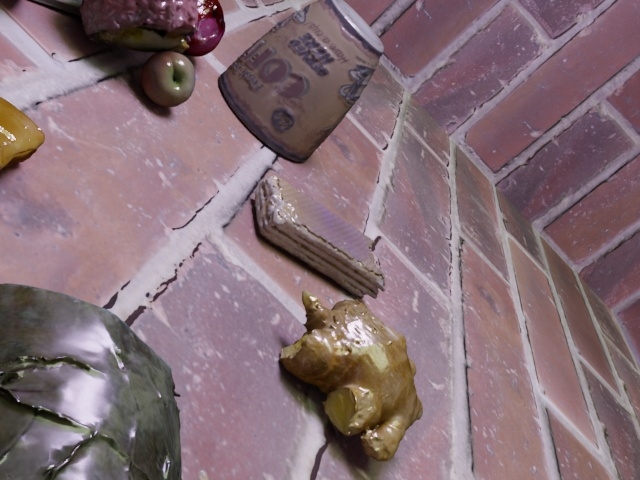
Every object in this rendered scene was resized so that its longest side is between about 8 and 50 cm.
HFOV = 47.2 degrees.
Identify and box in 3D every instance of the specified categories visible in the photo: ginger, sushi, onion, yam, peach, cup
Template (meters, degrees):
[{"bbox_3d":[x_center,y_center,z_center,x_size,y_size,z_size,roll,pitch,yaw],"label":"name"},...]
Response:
[{"bbox_3d":[0.039,0.151,0.882,0.157,0.102,0.216,-31,82,-44],"label":"ginger"},{"bbox_3d":[-0.264,-0.328,1.063,0.162,0.107,0.241,0,9,-17],"label":"sushi"},{"bbox_3d":[-0.226,-0.379,1.249,0.131,0.131,0.131,40,23,-21],"label":"onion"},{"bbox_3d":[-0.166,0.165,0.356,0.202,0.201,0.271,36,31,-28],"label":"yam"},{"bbox_3d":[-0.221,-0.233,1.060,0.083,0.083,0.083,40,23,-21],"label":"peach"},{"bbox_3d":[-0.025,-0.332,1.369,0.227,0.257,0.301,34,24,-38],"label":"cup"}]

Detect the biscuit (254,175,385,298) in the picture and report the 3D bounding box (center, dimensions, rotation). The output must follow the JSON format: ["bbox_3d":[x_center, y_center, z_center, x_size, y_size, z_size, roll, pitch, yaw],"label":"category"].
[{"bbox_3d":[0.000,0.000,1.116,0.239,0.062,0.108,33,28,-33],"label":"biscuit"}]

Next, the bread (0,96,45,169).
[{"bbox_3d":[-0.313,-0.094,0.678,0.074,0.053,0.132,45,20,-9],"label":"bread"}]

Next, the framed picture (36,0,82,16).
[{"bbox_3d":[-0.431,-0.426,1.066,0.189,0.023,0.260,1,51,-59],"label":"framed picture"}]
